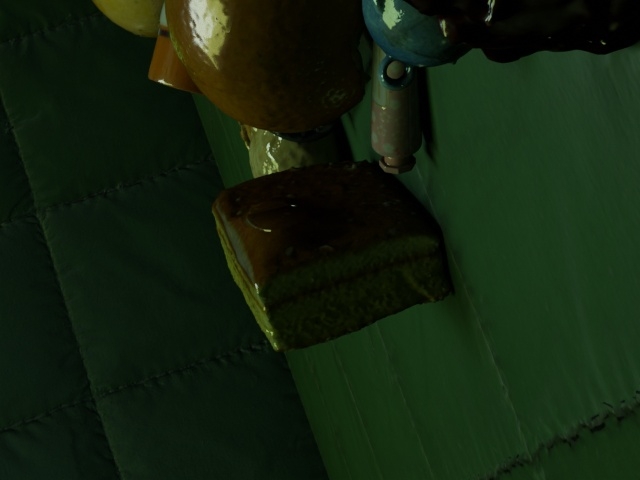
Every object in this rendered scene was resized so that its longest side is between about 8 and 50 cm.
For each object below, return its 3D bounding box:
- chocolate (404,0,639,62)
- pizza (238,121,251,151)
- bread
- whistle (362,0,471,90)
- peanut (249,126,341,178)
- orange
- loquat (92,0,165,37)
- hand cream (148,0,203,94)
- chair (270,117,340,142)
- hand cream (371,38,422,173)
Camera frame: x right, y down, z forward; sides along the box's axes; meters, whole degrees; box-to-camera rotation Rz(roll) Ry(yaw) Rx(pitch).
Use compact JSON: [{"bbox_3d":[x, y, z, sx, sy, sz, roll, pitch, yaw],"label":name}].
[{"bbox_3d":[0.039,-0.167,0.564,0.224,0.177,0.206,-122,16,-64],"label":"chocolate"},{"bbox_3d":[-0.083,-0.183,1.686,0.251,0.074,0.287,159,93,-81],"label":"pizza"},{"bbox_3d":[0.000,0.000,1.155,0.234,0.184,0.110,-130,26,-65],"label":"bread"},{"bbox_3d":[0.073,-0.166,0.731,0.158,0.090,0.090,-66,20,11],"label":"whistle"},{"bbox_3d":[-0.031,-0.101,1.393,0.140,0.109,0.159,19,133,62],"label":"peanut"},{"bbox_3d":[-0.049,-0.202,0.991,0.179,0.158,0.237,42,139,37],"label":"orange"},{"bbox_3d":[-0.180,-0.354,1.412,0.235,0.235,0.235,161,90,-82],"label":"loquat"},{"bbox_3d":[-0.081,-0.291,1.116,0.140,0.089,0.314,-147,73,-74],"label":"hand cream"},{"bbox_3d":[-0.013,-0.166,1.217,0.095,0.104,0.221,53,166,8],"label":"chair"},{"bbox_3d":[0.059,-0.147,0.954,0.067,0.043,0.209,-109,11,-53],"label":"hand cream"}]
